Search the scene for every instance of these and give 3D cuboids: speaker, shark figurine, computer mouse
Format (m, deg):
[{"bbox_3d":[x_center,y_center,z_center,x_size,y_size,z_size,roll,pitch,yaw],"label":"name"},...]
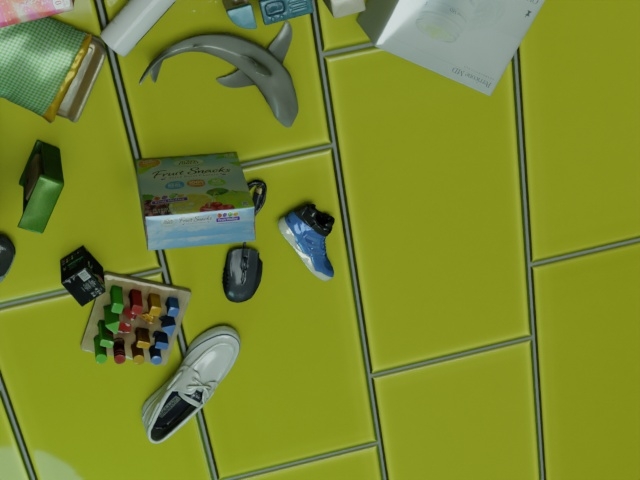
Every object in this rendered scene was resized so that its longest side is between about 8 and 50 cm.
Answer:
[{"bbox_3d":[-0.281,-0.352,1.866,0.055,0.055,0.136,38,104,-27],"label":"speaker"},{"bbox_3d":[-0.138,-0.280,1.908,0.278,0.116,0.166,15,113,-22],"label":"shark figurine"},{"bbox_3d":[-0.129,0.007,2.105,0.071,0.041,0.242,2,117,-13],"label":"computer mouse"}]

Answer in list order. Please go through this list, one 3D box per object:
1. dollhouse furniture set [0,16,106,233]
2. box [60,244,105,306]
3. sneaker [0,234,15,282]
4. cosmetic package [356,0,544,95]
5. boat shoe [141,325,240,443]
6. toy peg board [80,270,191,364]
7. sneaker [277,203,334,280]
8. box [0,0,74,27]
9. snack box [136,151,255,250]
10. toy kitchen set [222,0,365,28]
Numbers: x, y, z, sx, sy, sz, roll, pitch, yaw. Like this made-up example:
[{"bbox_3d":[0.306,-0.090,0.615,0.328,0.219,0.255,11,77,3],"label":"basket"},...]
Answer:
[{"bbox_3d":[-0.470,-0.196,1.851,0.198,0.151,0.301,19,112,-22],"label":"dollhouse furniture set"},{"bbox_3d":[-0.406,0.060,2.045,0.052,0.083,0.062,-33,120,4],"label":"box"},{"bbox_3d":[-0.594,0.097,1.994,0.229,0.132,0.086,-41,119,11],"label":"sneaker"},{"bbox_3d":[0.215,-0.386,1.915,0.224,0.138,0.224,19,113,-21],"label":"cosmetic package"},{"bbox_3d":[-0.231,0.271,2.200,0.095,0.084,0.258,30,108,-25],"label":"boat shoe"},{"bbox_3d":[-0.325,0.156,2.120,0.161,0.079,0.161,13,115,-19],"label":"toy peg board"},{"bbox_3d":[0.000,0.000,2.120,0.085,0.058,0.152,-32,114,15],"label":"sneaker"},{"bbox_3d":[-0.462,-0.463,1.696,0.154,0.142,0.299,-14,113,-4],"label":"box"},{"bbox_3d":[-0.206,-0.067,1.950,0.175,0.207,0.070,-6,119,-11],"label":"snack box"},{"bbox_3d":[-0.056,-0.420,1.841,0.207,0.122,0.166,-16,120,-4],"label":"toy kitchen set"}]
